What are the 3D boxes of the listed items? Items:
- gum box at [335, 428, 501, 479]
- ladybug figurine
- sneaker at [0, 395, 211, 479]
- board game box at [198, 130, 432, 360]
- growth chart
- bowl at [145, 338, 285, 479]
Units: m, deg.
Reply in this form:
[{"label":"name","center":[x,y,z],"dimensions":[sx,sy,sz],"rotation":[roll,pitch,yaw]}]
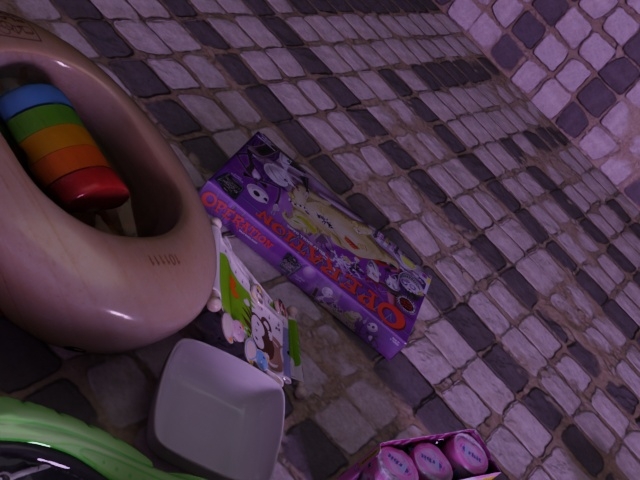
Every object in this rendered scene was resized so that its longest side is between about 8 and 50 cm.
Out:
[{"label":"gum box","center":[0.099,0.270,1.071],"dimensions":[0.188,0.107,0.062],"rotation":[5,46,-46]},{"label":"ladybug figurine","center":[-0.289,-0.060,0.997],"dimensions":[0.305,0.162,0.449],"rotation":[-3,52,-52]},{"label":"sneaker","center":[-0.120,0.291,0.769],"dimensions":[0.482,0.185,0.202],"rotation":[24,51,-22]},{"label":"board game box","center":[0.000,0.000,1.374],"dimensions":[0.347,0.056,0.208],"rotation":[39,34,-4]},{"label":"growth chart","center":[-0.074,0.085,1.109],"dimensions":[0.237,0.021,0.172],"rotation":[54,17,-45]},{"label":"bowl","center":[-0.111,0.183,0.984],"dimensions":[0.142,0.053,0.142],"rotation":[30,41,-19]}]
